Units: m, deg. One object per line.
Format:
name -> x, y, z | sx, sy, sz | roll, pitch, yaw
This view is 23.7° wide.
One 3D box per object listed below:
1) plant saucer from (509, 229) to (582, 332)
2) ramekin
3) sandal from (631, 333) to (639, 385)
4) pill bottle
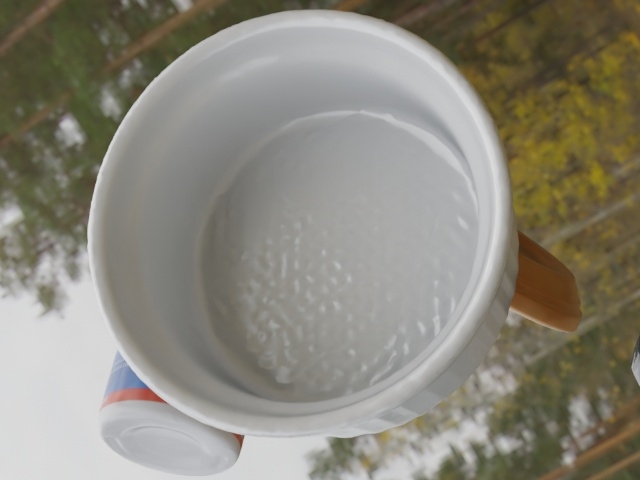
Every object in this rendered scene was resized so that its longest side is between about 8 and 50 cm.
plant saucer -> 0.120, 0.001, 1.176 | 0.200, 0.037, 0.200 | 30, -169, -6
ramekin -> 0.000, 0.000, 1.008 | 0.277, 0.277, 0.135 | 63, -171, 20
sandal -> 0.262, 0.122, 1.063 | 0.097, 0.054, 0.254 | 15, -161, 6
pill bottle -> -0.107, 0.079, 1.313 | 0.124, 0.124, 0.221 | 48, -137, -43
